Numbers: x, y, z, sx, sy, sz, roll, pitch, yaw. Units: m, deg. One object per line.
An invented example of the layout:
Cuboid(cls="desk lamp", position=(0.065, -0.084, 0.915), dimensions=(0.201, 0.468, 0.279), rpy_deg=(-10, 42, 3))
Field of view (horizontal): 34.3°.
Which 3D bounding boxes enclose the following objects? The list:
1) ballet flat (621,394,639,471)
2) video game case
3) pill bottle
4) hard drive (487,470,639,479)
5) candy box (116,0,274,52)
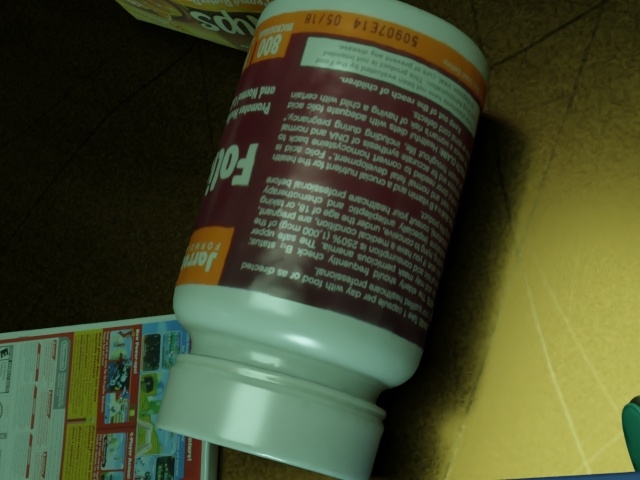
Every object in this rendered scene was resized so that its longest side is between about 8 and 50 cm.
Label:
Cuboid(cls="ballet flat", position=(0.300, 0.217, 0.813), dimensions=(0.067, 0.073, 0.206), rpy_deg=(-10, 68, -9))
Cuboid(cls="video game case", position=(-0.235, 0.185, 1.073), dimensions=(0.285, 0.025, 0.204), rpy_deg=(-8, 69, 22))
Cuboid(cls="pill bottle", position=(0.000, 0.000, 0.921), dimensions=(0.224, 0.224, 0.392), rpy_deg=(9, 75, 26))
Cuboid(cls="hard drive", position=(0.113, 0.299, 0.819), dimensions=(0.319, 0.040, 0.210), rpy_deg=(-9, 73, 21))
Cuboid(cls="candy box", position=(-0.109, -0.275, 1.088), dimensions=(0.316, 0.183, 0.087), rpy_deg=(21, 82, 28))
